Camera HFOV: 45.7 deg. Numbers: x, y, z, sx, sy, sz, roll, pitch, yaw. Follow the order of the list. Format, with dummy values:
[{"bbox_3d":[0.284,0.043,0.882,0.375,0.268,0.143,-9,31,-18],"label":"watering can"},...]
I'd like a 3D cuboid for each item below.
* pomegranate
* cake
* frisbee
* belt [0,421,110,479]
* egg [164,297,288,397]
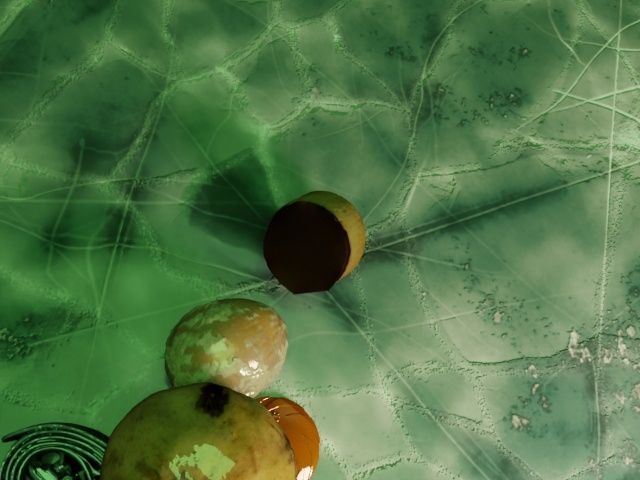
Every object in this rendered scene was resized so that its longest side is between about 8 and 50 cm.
[{"bbox_3d":[-0.196,0.387,1.248,0.322,0.322,0.322,3,72,-10],"label":"pomegranate"},{"bbox_3d":[0.000,0.000,1.548,0.185,0.178,0.208,23,103,18],"label":"cake"},{"bbox_3d":[-0.093,0.396,1.463,0.192,0.035,0.192,3,71,-10],"label":"frisbee"},{"bbox_3d":[-0.453,0.428,1.340,0.267,0.116,0.206,34,74,-2],"label":"belt"},{"bbox_3d":[-0.175,0.206,1.418,0.245,0.203,0.203,-27,80,-19],"label":"egg"}]
